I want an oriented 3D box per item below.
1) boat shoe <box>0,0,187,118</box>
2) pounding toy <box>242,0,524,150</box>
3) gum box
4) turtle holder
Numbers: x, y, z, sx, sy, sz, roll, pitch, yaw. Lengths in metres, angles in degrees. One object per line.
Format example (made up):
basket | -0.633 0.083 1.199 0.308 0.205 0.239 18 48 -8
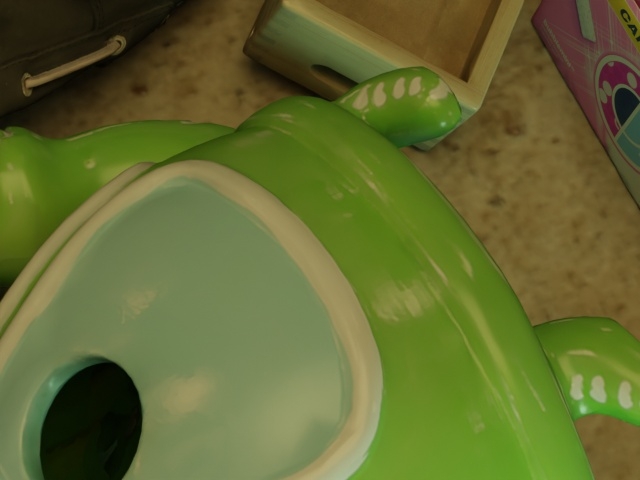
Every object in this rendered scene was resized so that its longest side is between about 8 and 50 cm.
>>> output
boat shoe | -0.157 -0.111 0.883 0.112 0.095 0.335 35 33 17
pounding toy | 0.024 -0.137 0.967 0.141 0.100 0.130 27 68 -10
gum box | 0.188 -0.069 0.949 0.062 0.107 0.188 -24 75 -16
turtle holder | -0.037 0.056 0.746 0.227 0.243 0.320 -25 79 -19
